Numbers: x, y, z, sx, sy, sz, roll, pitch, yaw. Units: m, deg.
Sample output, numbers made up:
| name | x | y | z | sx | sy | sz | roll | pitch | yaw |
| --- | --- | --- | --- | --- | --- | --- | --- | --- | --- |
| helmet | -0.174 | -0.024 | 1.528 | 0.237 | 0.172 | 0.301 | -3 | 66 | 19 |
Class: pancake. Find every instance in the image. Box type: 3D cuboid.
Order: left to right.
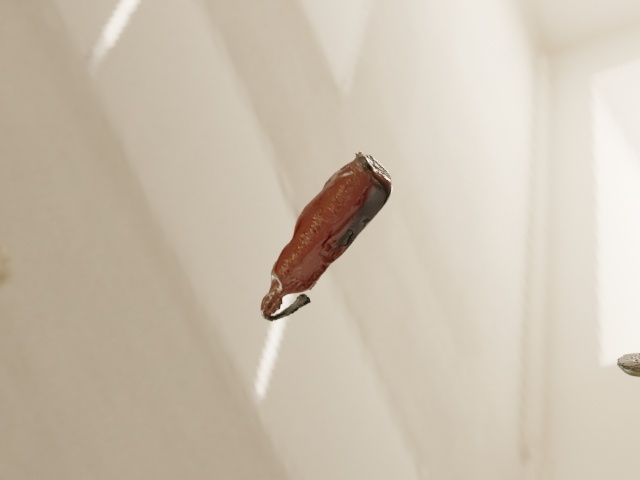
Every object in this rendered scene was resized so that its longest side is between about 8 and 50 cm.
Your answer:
| name | x | y | z | sx | sy | sz | roll | pitch | yaw |
| --- | --- | --- | --- | --- | --- | --- | --- | --- | --- |
| pancake | 0.299 | 0.101 | 1.442 | 0.115 | 0.115 | 0.011 | -19 | -73 | -73 |

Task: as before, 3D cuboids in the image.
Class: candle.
| name | x | y | z | sx | sy | sz | roll | pitch | yaw |
| --- | --- | --- | --- | --- | --- | --- | --- | --- | --- |
| candle | 0.000 | 0.000 | 1.394 | 0.053 | 0.162 | 0.048 | 44 | -160 | 17 |
